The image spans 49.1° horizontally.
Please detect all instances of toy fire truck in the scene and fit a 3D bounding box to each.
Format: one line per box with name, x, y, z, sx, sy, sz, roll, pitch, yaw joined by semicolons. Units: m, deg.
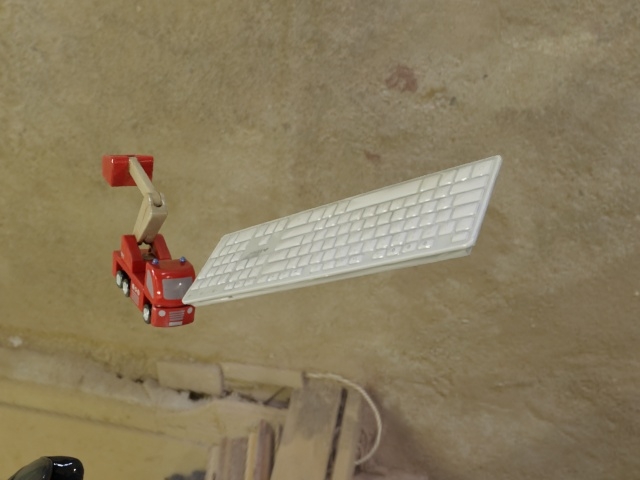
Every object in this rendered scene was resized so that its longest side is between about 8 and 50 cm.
toy fire truck;-0.180;-0.007;0.728;0.047;0.192;0.135;-4;113;-33

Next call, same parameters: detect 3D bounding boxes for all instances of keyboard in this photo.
keyboard;0.000;0.000;0.465;0.256;0.072;0.014;-14;133;42

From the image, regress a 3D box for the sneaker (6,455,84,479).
sneaker;-0.129;0.253;0.440;0.286;0.130;0.109;35;178;20
